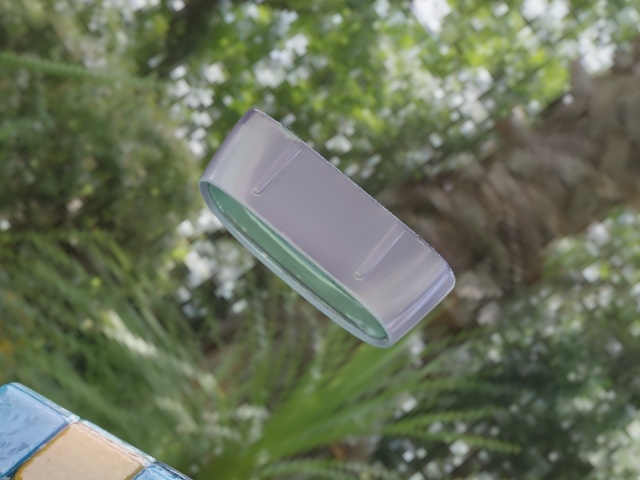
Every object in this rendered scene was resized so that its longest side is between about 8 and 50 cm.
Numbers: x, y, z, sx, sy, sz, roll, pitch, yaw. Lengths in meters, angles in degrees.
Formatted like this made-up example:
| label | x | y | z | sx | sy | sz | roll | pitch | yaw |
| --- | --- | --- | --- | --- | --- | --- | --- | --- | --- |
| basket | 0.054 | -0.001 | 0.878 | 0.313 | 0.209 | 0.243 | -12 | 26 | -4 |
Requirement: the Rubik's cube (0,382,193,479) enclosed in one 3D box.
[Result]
| label | x | y | z | sx | sy | sz | roll | pitch | yaw |
| --- | --- | --- | --- | --- | --- | --- | --- | --- | --- |
| Rubik's cube | -0.243 | 0.351 | 1.643 | 0.290 | 0.291 | 0.291 | 23 | -40 | 37 |

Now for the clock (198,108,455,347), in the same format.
| label | x | y | z | sx | sy | sz | roll | pitch | yaw |
| --- | --- | --- | --- | --- | --- | --- | --- | --- | --- |
| clock | 0.000 | 0.000 | 1.084 | 0.152 | 0.050 | 0.110 | 40 | -13 | 9 |
